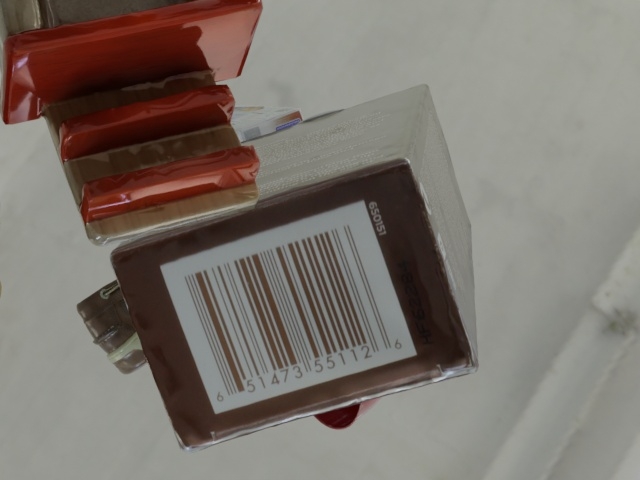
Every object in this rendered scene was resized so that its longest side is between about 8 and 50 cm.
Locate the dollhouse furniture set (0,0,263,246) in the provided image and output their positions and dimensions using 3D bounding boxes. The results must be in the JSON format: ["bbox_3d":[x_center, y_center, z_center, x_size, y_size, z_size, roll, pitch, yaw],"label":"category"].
[{"bbox_3d":[-0.050,-0.123,0.451,0.262,0.259,0.135,-15,-114,-20],"label":"dollhouse furniture set"}]

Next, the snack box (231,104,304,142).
[{"bbox_3d":[-0.082,-0.109,1.325,0.064,0.022,0.178,-23,-164,-23],"label":"snack box"}]

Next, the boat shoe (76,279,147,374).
[{"bbox_3d":[-0.127,0.005,1.306,0.095,0.095,0.257,-34,-167,52],"label":"boat shoe"}]

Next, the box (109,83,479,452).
[{"bbox_3d":[0.000,0.000,0.977,0.191,0.143,0.381,-17,-168,10],"label":"box"}]

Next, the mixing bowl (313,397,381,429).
[{"bbox_3d":[0.041,0.160,1.933,0.098,0.182,0.181,-15,-157,-33],"label":"mixing bowl"}]
